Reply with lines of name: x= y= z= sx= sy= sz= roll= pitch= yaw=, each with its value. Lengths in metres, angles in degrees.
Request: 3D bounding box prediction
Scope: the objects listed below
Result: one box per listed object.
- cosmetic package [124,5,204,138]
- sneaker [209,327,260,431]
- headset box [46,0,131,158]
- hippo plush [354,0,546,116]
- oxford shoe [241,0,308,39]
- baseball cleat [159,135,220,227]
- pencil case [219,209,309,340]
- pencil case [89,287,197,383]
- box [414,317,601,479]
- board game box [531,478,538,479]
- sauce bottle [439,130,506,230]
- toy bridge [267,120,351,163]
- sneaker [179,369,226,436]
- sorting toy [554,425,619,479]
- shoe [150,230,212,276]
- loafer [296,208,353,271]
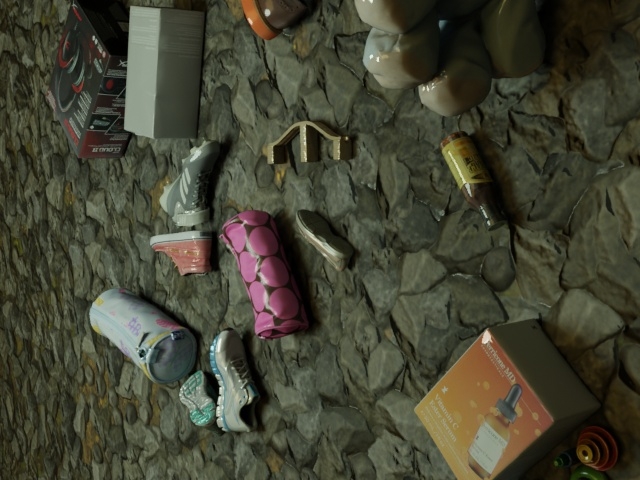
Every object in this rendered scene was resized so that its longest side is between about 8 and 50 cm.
cosmetic package: x=-0.293 y=-0.312 z=1.531 sx=0.127 sy=0.107 sz=0.238 roll=24 pitch=115 yaw=47
sneaker: x=-0.139 y=0.246 z=1.435 sx=0.082 sy=0.071 sz=0.191 roll=1 pitch=102 yaw=43
headset box: x=-0.474 y=-0.330 z=1.743 sx=0.218 sy=0.110 sz=0.293 roll=56 pitch=133 yaw=31
hippo plush: x=0.107 y=-0.306 z=0.929 sx=0.236 sy=0.234 sz=0.294 roll=-134 pitch=33 yaw=-52
oxford shoe: x=-0.084 y=-0.453 z=1.281 sx=0.098 sy=0.097 sz=0.272 roll=-22 pitch=80 yaw=29
baseball cleat: x=-0.221 y=-0.096 z=1.504 sx=0.109 sy=0.072 sz=0.206 roll=56 pitch=137 yaw=9
pencil case: x=-0.093 y=0.060 z=1.332 sx=0.098 sy=0.095 sz=0.209 roll=-25 pitch=71 yaw=17
pencil case: x=-0.360 y=0.188 z=1.648 sx=0.273 sy=0.124 sz=0.114 roll=26 pitch=114 yaw=48
box: x=0.213 y=0.196 z=0.964 sx=0.130 sy=0.091 sz=0.170 roll=57 pitch=134 yaw=30
board game box: x=0.275 y=0.341 z=0.960 sx=0.090 sy=0.020 sz=0.090 roll=23 pitch=113 yaw=48
sauce bottle: x=0.189 y=-0.073 z=1.006 sx=0.042 sy=0.042 sz=0.128 roll=-44 pitch=63 yaw=44
toy bridge: x=-0.018 y=-0.152 z=1.264 sx=0.188 sy=0.026 sz=0.063 roll=2 pitch=95 yaw=51
sneaker: x=-0.212 y=0.307 z=1.526 sx=0.065 sy=0.076 sz=0.166 roll=-40 pitch=30 yaw=2
sorting toy: x=0.292 y=0.254 z=0.912 sx=0.061 sy=0.042 sz=0.102 roll=24 pitch=112 yaw=47
shoe: x=-0.267 y=0.029 z=1.561 sx=0.178 sy=0.063 sz=0.081 roll=-7 pitch=84 yaw=47
loafer: x=0.000 y=0.000 z=1.247 sx=0.125 sy=0.045 sz=0.039 roll=43 pitch=132 yaw=36
